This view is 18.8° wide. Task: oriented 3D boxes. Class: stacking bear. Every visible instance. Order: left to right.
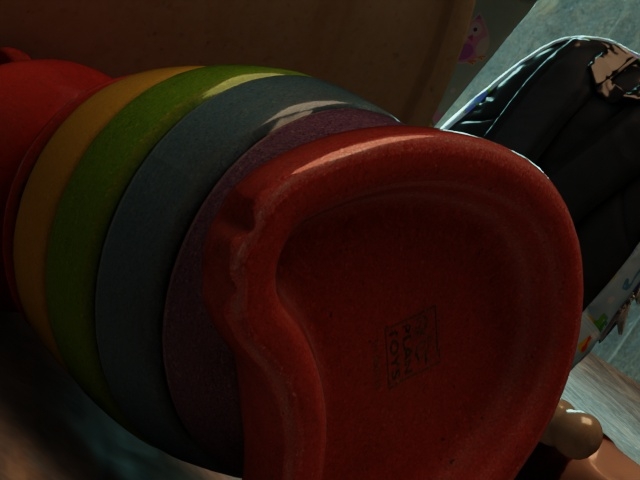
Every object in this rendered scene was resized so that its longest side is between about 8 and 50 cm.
[{"bbox_3d":[-0.056,0.002,0.754,0.164,0.175,0.289,-24,31,-35],"label":"stacking bear"}]

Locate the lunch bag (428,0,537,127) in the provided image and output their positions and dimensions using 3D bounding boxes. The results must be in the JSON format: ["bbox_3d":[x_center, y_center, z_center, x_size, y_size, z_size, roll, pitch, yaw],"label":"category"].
[{"bbox_3d":[0.033,-0.207,1.591,0.160,0.223,0.262,28,19,-32],"label":"lunch bag"}]

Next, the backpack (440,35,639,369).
[{"bbox_3d":[0.234,-0.040,1.973,0.290,0.355,0.273,36,4,24],"label":"backpack"}]

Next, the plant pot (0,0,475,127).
[{"bbox_3d":[-0.139,-0.169,0.954,0.305,0.334,0.334,2,24,-36],"label":"plant pot"}]

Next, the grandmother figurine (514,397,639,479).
[{"bbox_3d":[0.152,0.147,1.156,0.342,0.104,0.208,34,-24,29],"label":"grandmother figurine"}]
